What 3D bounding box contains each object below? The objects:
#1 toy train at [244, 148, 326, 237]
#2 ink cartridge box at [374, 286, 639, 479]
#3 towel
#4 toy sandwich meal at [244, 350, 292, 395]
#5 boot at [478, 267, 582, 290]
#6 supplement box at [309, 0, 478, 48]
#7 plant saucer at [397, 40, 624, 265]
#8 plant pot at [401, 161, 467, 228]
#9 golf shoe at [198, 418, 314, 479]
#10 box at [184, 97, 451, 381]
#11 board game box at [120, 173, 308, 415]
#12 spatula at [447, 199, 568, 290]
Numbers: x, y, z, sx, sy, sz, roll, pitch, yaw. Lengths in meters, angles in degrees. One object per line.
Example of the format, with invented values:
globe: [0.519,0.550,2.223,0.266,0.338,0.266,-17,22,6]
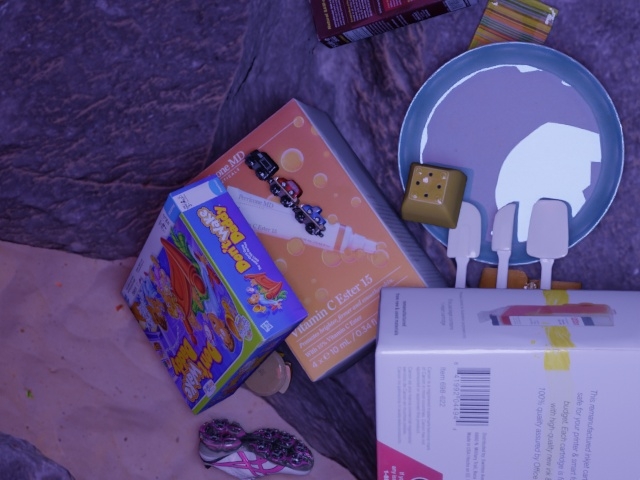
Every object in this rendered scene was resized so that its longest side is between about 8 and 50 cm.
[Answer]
toy train: [-0.044,-0.067,1.370,0.036,0.027,0.158,-42,77,0]
ink cartridge box: [0.265,0.215,1.267,0.385,0.160,0.279,1,116,5]
towel: [0.254,-0.248,1.460,0.102,0.021,0.237,25,96,17]
toy sandwich meal: [-0.083,0.204,1.550,0.086,0.029,0.085,0,89,22]
boot: [0.226,0.144,1.427,0.295,0.104,0.211,0,83,12]
supplement box: [0.102,-0.386,1.482,0.239,0.073,0.130,-14,84,15]
plant saucer: [0.271,-0.123,1.428,0.318,0.044,0.317,1,94,15]
plant pot: [0.156,-0.068,1.389,0.081,0.083,0.081,12,83,13]
golf shoe: [-0.099,0.335,1.540,0.186,0.067,0.086,11,121,15]
box: [0.000,0.000,1.455,0.215,0.168,0.345,-38,78,13]
board game box: [-0.167,0.091,1.438,0.233,0.078,0.347,56,148,11]
spatula: [0.255,0.061,1.377,0.168,0.019,0.242,2,77,17]
